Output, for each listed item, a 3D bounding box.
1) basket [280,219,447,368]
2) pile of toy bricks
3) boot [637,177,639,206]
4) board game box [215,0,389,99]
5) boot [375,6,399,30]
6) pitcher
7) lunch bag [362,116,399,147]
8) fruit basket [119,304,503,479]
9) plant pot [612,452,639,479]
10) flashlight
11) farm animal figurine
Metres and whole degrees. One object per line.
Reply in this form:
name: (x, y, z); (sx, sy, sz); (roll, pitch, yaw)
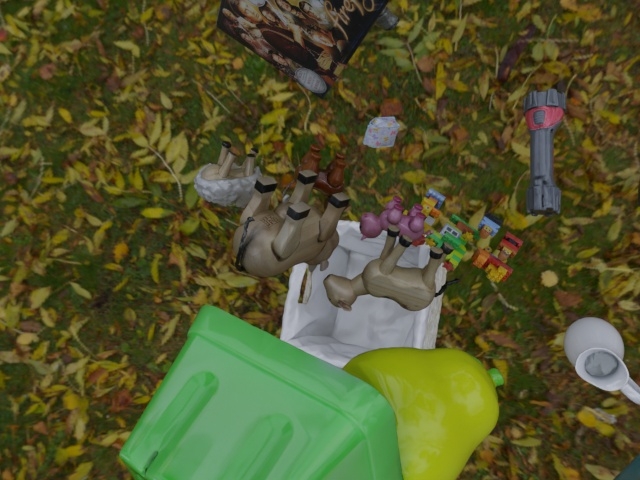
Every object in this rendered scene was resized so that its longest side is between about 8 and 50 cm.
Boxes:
basket: (0.122, 0.139, 1.470); (0.331, 0.266, 0.329); (8, 83, 23)
pile of toy bricks: (0.227, 0.008, 1.047); (0.212, 0.118, 0.105); (34, 55, 10)
boot: (0.859, -0.131, 1.472); (0.178, 0.236, 0.085); (5, 113, 30)
board game box: (-0.022, -0.264, 0.676); (0.165, 0.243, 0.042); (33, 72, -7)
boot: (0.076, -0.583, 1.467); (0.083, 0.161, 0.246); (-45, 50, 8)
pitcher: (0.635, 0.268, 1.383); (0.177, 0.207, 0.125); (42, 109, 1)
lunch bag: (0.155, -0.284, 1.617); (0.083, 0.071, 0.053); (-10, 50, -21)
fruit basket: (0.017, 0.227, 0.702); (0.282, 0.392, 0.392); (20, 81, 32)
plant pot: (0.709, 0.502, 1.201); (0.165, 0.234, 0.166); (44, 93, 17)
flashlight: (0.549, -0.212, 1.517); (0.103, 0.103, 0.304); (3, 81, -6)
farm animal figurine: (0.000, 0.000, 0.951); (0.330, 0.326, 0.172); (48, 127, 39)
